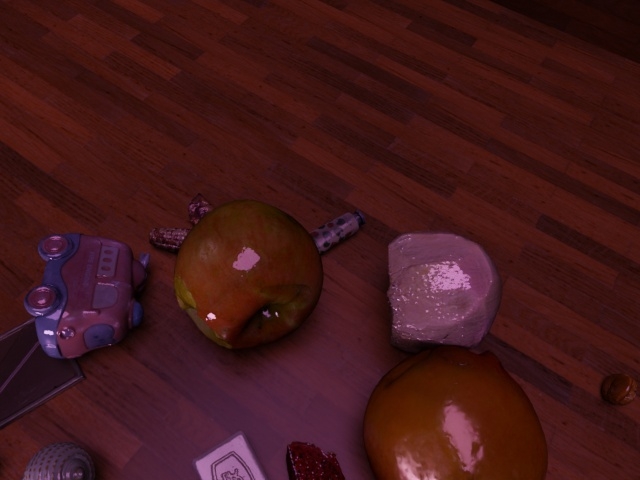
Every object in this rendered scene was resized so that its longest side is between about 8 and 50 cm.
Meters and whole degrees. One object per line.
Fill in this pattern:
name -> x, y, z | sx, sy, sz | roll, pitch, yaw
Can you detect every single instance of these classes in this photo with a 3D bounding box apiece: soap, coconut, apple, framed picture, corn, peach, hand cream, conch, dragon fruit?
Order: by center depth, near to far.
conch -> -0.521, 0.493, 0.947 | 0.131, 0.200, 0.172 | 13, 52, -37
peach -> 0.261, 0.389, 0.951 | 0.373, 0.290, 0.372 | -7, 77, 32
soap -> -0.172, 0.509, 0.997 | 0.122, 0.063, 0.183 | -27, 65, -21
dragon fruit -> -0.008, 0.503, 1.007 | 0.107, 0.083, 0.162 | -8, 50, -23
framed picture -> -0.723, 0.314, 1.104 | 0.289, 0.016, 0.213 | -32, 66, -20
apple -> -0.167, 0.072, 1.107 | 0.340, 0.339, 0.339 | 2, 60, -3
coconut -> 0.285, 0.120, 1.126 | 0.255, 0.297, 0.297 | 0, 59, 10
corn -> -0.336, 0.003, 1.280 | 0.237, 0.079, 0.079 | 10, 59, 5
hand cream -> 0.000, 0.000, 1.314 | 0.276, 0.059, 0.095 | -31, 64, -15

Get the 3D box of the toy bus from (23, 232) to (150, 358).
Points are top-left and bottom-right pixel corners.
toy bus -> -0.532, 0.125, 1.131 | 0.232, 0.197, 0.294 | 3, 52, -16

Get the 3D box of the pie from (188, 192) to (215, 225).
pie -> -0.309, -0.062, 1.341 | 0.170, 0.034, 0.092 | 35, 60, 15

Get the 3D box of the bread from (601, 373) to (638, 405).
bread -> 0.706, 0.350, 1.138 | 0.046, 0.083, 0.081 | 32, 105, 3
